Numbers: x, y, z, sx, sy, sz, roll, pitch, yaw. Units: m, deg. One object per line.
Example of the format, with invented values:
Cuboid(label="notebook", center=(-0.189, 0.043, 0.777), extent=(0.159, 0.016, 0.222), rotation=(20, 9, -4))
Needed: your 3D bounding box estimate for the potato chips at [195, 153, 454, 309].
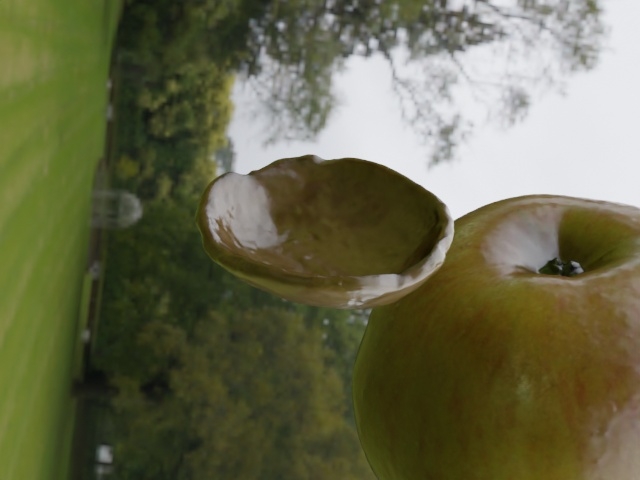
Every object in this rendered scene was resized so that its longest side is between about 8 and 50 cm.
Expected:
Cuboid(label="potato chips", center=(0.001, 0.001, 0.931), extent=(0.195, 0.208, 0.062), rotation=(-66, 157, -54))

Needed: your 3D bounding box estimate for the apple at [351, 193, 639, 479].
Cuboid(label="apple", center=(0.225, 0.134, 1.137), extent=(0.400, 0.400, 0.334), rotation=(-95, 162, -62))
